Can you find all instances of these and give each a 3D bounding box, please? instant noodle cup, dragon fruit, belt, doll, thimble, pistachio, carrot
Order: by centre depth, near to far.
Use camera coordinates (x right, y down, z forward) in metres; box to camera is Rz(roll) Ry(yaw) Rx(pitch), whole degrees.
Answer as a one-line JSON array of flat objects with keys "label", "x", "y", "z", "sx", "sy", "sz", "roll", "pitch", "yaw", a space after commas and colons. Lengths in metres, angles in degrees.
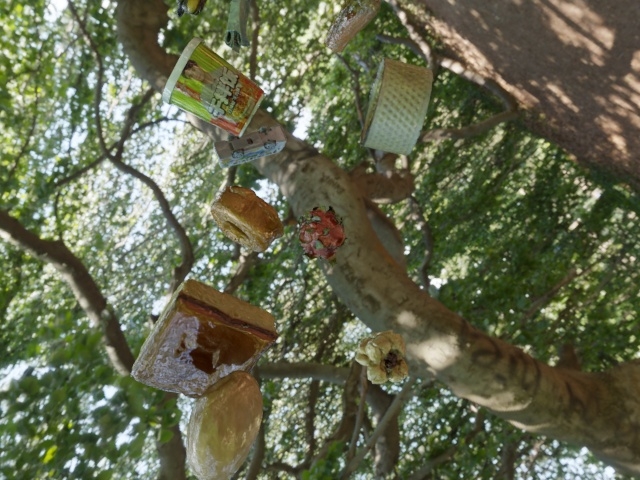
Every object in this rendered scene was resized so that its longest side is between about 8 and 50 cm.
[{"label": "pistachio", "x": -0.252, "y": 0.481, "z": 1.183, "sx": 0.181, "sy": 0.293, "sz": 0.162, "roll": 17, "pitch": 175, "yaw": -13}, {"label": "dragon fruit", "x": 0.002, "y": 0.002, "z": 1.293, "sx": 0.135, "sy": 0.236, "sz": 0.137, "roll": -2, "pitch": -131, "yaw": -6}, {"label": "thimble", "x": 0.219, "y": -0.390, "z": 1.350, "sx": 0.149, "sy": 0.271, "sz": 0.271, "roll": 13, "pitch": -159, "yaw": -2}, {"label": "instant noodle cup", "x": -0.382, "y": -0.551, "z": 1.696, "sx": 0.307, "sy": 0.294, "sz": 0.294, "roll": 30, "pitch": -160, "yaw": -14}, {"label": "belt", "x": -0.313, "y": -0.894, "z": 1.773, "sx": 0.087, "sy": 0.303, "sz": 0.072, "roll": 11, "pitch": -170, "yaw": 11}, {"label": "doll", "x": -0.497, "y": -1.008, "z": 1.838, "sx": 0.127, "sy": 0.248, "sz": 0.088, "roll": 50, "pitch": -178, "yaw": 36}, {"label": "carrot", "x": 0.131, "y": -0.945, "z": 1.945, "sx": 0.138, "sy": 0.302, "sz": 0.139, "roll": 19, "pitch": -127, "yaw": -28}]

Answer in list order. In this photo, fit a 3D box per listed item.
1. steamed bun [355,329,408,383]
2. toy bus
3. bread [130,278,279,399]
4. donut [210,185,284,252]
[{"label": "steamed bun", "x": 0.220, "y": 0.407, "z": 1.577, "sx": 0.192, "sy": 0.106, "sz": 0.178, "roll": -4, "pitch": -102, "yaw": -20}, {"label": "toy bus", "x": -0.327, "y": -0.435, "z": 2.115, "sx": 0.136, "sy": 0.329, "sz": 0.109, "roll": 114, "pitch": 134, "yaw": -67}, {"label": "bread", "x": -0.336, "y": 0.305, "z": 1.334, "sx": 0.323, "sy": 0.333, "sz": 0.143, "roll": 26, "pitch": -158, "yaw": -23}, {"label": "donut", "x": -0.216, "y": -0.064, "z": 1.332, "sx": 0.226, "sy": 0.114, "sz": 0.227, "roll": 30, "pitch": 156, "yaw": 15}]
